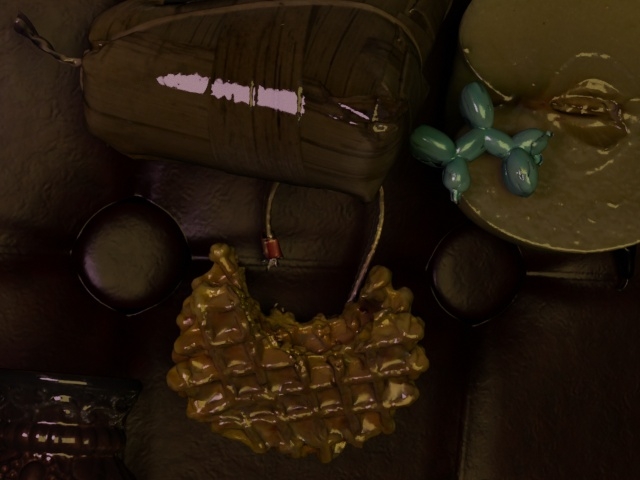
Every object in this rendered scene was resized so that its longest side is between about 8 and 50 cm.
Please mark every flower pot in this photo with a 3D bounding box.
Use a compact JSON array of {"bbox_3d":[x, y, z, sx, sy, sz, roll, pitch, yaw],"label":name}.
[{"bbox_3d":[-0.326,0.294,1.409,0.266,0.266,0.267,6,84,-17],"label":"flower pot"}]

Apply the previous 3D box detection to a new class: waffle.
[{"bbox_3d":[-0.030,0.148,1.499,0.324,0.151,0.261,9,115,-5],"label":"waffle"}]

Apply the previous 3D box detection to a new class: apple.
[{"bbox_3d":[0.346,-0.159,1.532,0.360,0.312,0.320,8,124,-4],"label":"apple"}]

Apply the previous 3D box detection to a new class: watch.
[{"bbox_3d":[-0.004,-0.008,1.562,0.164,0.102,0.268,14,100,-11],"label":"watch"}]

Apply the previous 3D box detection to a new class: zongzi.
[{"bbox_3d":[-0.091,-0.278,1.508,0.499,0.467,0.218,11,134,10],"label":"zongzi"}]

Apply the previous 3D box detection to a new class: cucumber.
[{"bbox_3d":[0.452,-0.006,1.721,0.043,0.039,0.163,-10,97,5],"label":"cucumber"}]

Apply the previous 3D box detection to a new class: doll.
[{"bbox_3d":[0.209,-0.116,1.444,0.159,0.059,0.159,-34,82,-9],"label":"doll"}]
